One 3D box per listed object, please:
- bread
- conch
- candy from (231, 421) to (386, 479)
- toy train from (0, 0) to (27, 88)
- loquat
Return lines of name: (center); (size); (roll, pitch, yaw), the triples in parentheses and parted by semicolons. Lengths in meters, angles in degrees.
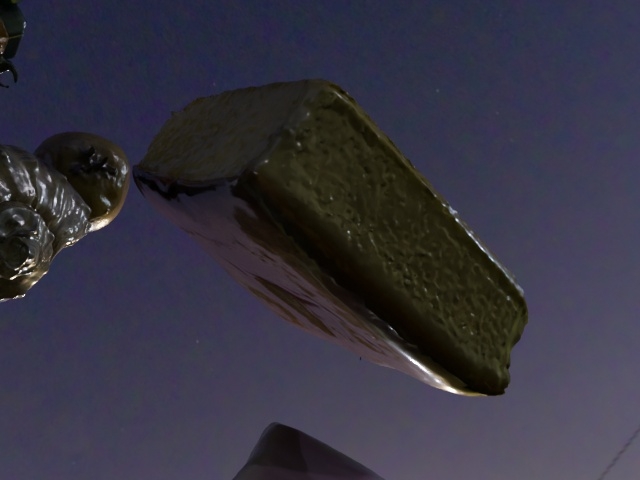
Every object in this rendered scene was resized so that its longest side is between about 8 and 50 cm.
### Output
bread: (0.000, 0.000, 0.655); (0.333, 0.323, 0.143); (41, -106, -28)
conch: (-0.402, -0.044, 0.783); (0.210, 0.291, 0.159); (-37, -40, -30)
candy: (-0.071, 0.351, 0.534); (0.208, 0.145, 0.359); (-4, -62, -81)
toy train: (-0.603, -0.408, 0.965); (0.249, 0.429, 0.178); (-29, 2, -38)
loquat: (-0.494, -0.120, 1.330); (0.213, 0.213, 0.213); (-17, -42, -17)
